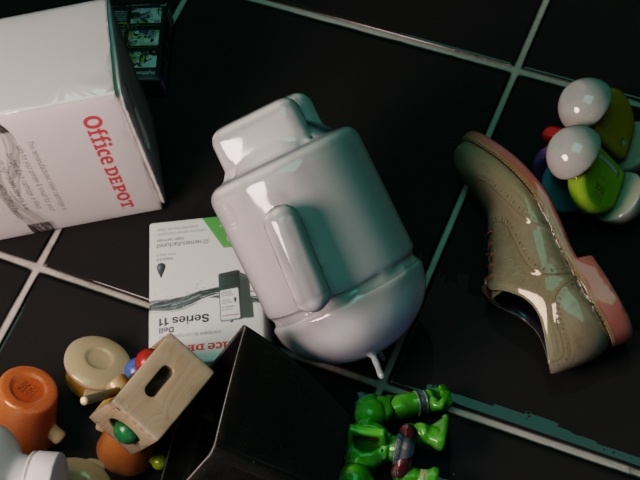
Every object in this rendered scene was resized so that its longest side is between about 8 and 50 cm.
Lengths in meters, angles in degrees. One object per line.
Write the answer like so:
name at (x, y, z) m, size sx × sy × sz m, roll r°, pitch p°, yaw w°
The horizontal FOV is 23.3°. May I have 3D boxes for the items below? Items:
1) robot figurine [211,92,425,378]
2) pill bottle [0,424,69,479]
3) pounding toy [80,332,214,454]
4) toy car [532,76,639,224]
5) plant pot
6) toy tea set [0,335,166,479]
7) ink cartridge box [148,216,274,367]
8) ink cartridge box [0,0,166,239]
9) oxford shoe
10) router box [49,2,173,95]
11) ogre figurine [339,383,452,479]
robot figurine at (0.000, 0.000, 1.891) m, size 0.200 × 0.300 × 0.353 m, roll -25°, pitch 93°, yaw 18°
pill bottle at (-0.450, 0.288, 1.721) m, size 0.323 × 0.181 × 0.181 m, roll 2°, pitch 62°, yaw 2°
pounding toy at (-0.215, 0.180, 1.815) m, size 0.100 × 0.130 × 0.141 m, roll 43°, pitch 62°, yaw -6°
toy car at (0.338, -0.109, 2.001) m, size 0.136 × 0.159 × 0.182 m, roll -13°, pitch 49°, yaw 43°
plant pot at (-0.071, 0.245, 1.810) m, size 0.167 × 0.188 × 0.187 m, roll 25°, pitch 45°, yaw -13°
toy tea set at (-0.286, 0.279, 1.904) m, size 0.200 × 0.124 × 0.336 m, roll -11°, pitch 52°, yaw -32°
ink cartridge box at (-0.139, 0.080, 1.983) m, size 0.153 × 0.087 × 0.208 m, roll -6°, pitch 62°, yaw 5°
ink cartridge box at (-0.425, -0.137, 2.027) m, size 0.395 × 0.285 × 0.166 m, roll -10°, pitch 60°, yaw 2°
oxford shoe at (0.246, 0.009, 1.951) m, size 0.130 × 0.123 × 0.348 m, roll -31°, pitch 61°, yaw -3°
router box at (-0.306, -0.271, 2.219) m, size 0.179 × 0.046 × 0.133 m, roll -1°, pitch 62°, yaw 8°
ogre figurine at (0.087, 0.252, 1.856) m, size 0.118 × 0.097 × 0.197 m, roll 14°, pitch 75°, yaw 2°
